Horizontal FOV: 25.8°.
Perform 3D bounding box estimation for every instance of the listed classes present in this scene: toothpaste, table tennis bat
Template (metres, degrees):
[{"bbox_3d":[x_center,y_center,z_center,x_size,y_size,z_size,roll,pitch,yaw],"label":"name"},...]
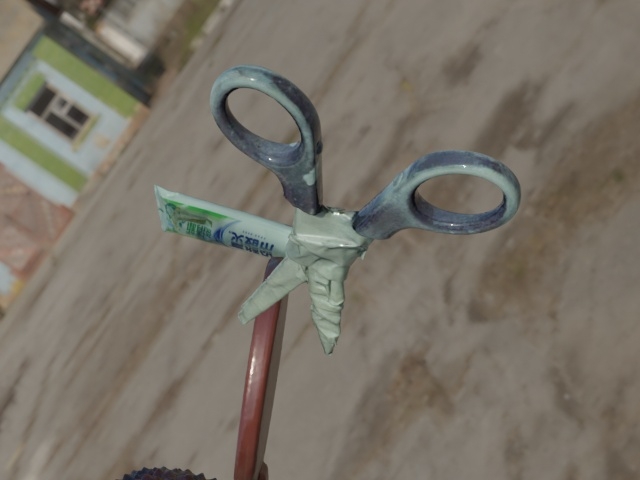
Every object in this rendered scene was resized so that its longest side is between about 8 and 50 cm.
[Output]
[{"bbox_3d":[-0.118,-0.015,1.907,0.297,0.074,0.048,15,36,36],"label":"toothpaste"},{"bbox_3d":[-0.075,0.220,1.721,0.268,0.051,0.414,-78,-4,-72],"label":"table tennis bat"}]

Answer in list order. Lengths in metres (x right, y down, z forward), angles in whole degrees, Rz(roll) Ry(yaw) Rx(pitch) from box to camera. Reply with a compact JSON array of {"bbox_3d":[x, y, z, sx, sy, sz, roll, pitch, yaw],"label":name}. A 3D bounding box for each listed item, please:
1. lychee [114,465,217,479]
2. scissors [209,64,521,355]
[{"bbox_3d":[-0.221,0.437,1.959,0.267,0.267,0.267,-52,12,16],"label":"lychee"},{"bbox_3d":[0.000,0.000,1.212,0.383,0.256,0.029,116,175,-58],"label":"scissors"}]
